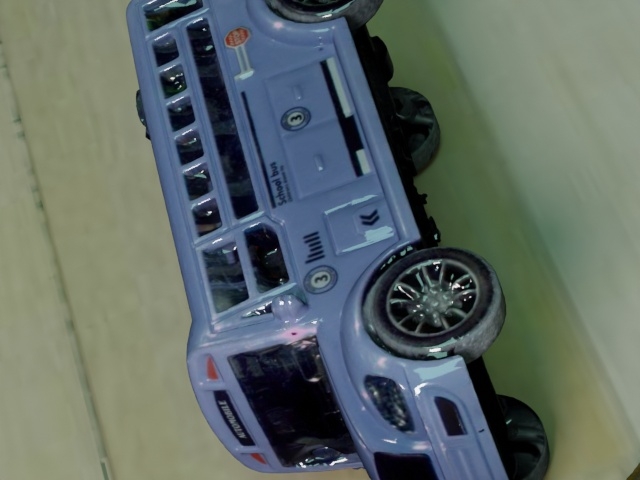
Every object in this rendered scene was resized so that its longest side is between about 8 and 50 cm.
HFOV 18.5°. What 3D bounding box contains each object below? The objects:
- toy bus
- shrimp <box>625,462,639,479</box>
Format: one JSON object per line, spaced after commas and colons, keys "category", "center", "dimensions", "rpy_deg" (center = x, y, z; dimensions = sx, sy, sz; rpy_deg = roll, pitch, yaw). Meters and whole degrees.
{"category": "toy bus", "center": [0.000, 0.000, 0.854], "dimensions": [0.133, 0.125, 0.292], "rpy_deg": [-20, 49, 4]}
{"category": "shrimp", "center": [0.185, 0.120, 0.751], "dimensions": [0.152, 0.063, 0.287], "rpy_deg": [38, 69, 24]}
